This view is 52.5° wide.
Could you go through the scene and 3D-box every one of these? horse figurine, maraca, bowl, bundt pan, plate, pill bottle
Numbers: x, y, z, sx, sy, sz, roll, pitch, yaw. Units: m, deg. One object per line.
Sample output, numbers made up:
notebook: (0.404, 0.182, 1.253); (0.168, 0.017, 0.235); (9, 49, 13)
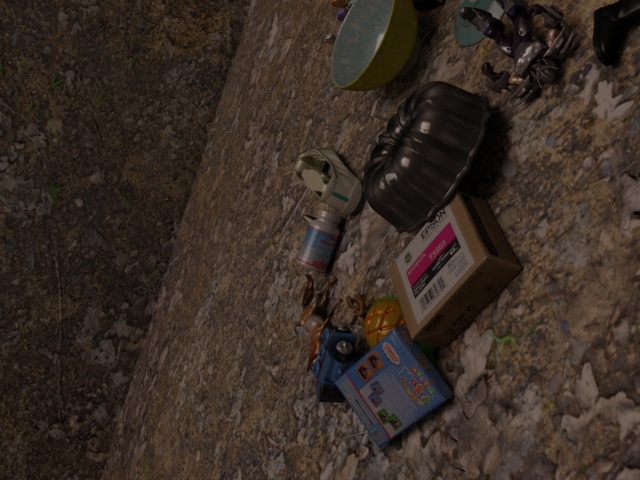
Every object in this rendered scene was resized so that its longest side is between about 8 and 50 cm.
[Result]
horse figurine: (0.001, 0.195, 1.646); (0.175, 0.066, 0.263); (-57, 31, 17)
maraca: (0.158, 0.195, 1.305); (0.127, 0.099, 0.186); (-54, 53, 21)
bowl: (0.164, -0.500, 1.659); (0.289, 0.155, 0.290); (-41, 40, 46)
bundt pan: (0.197, -0.186, 1.337); (0.331, 0.124, 0.331); (-55, 15, 22)
plate: (0.355, -0.528, 1.451); (0.188, 0.024, 0.188); (-42, 39, 48)
pill bottle: (0.000, 0.000, 1.743); (0.087, 0.087, 0.160); (30, 101, 64)

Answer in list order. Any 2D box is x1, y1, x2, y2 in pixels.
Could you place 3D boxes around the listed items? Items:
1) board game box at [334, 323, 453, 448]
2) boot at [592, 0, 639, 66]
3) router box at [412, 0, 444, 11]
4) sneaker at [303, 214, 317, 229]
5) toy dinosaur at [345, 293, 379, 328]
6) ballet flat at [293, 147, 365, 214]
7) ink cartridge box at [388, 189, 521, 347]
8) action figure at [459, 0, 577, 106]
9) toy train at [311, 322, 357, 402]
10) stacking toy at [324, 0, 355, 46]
board game box: (0.136, 0.286, 1.260); (0.160, 0.039, 0.211); (54, 131, 17)
boot: (0.494, -0.353, 1.048); (0.099, 0.045, 0.121); (-24, 52, 53)
router box: (0.281, -0.641, 1.651); (0.122, 0.038, 0.092); (23, 95, 64)
sneaker: (-0.021, -0.034, 1.849); (0.135, 0.052, 0.058); (43, 116, 62)
toy dinosaur: (0.110, 0.184, 1.466); (0.212, 0.064, 0.112); (-108, 17, -53)
ballet flat: (-0.002, -0.186, 1.817); (0.139, 0.139, 0.400); (-65, 26, 14)
ink cartridge box: (0.243, 0.054, 1.230); (0.235, 0.088, 0.193); (-55, 31, 32)
action figure: (0.374, -0.378, 1.239); (0.185, 0.099, 0.285); (-45, 40, 28)
toy train: (0.035, 0.280, 1.480); (0.105, 0.080, 0.184); (-108, 29, -55)
stacking toy: (0.092, -0.738, 2.069); (0.221, 0.052, 0.167); (-16, 60, 59)
